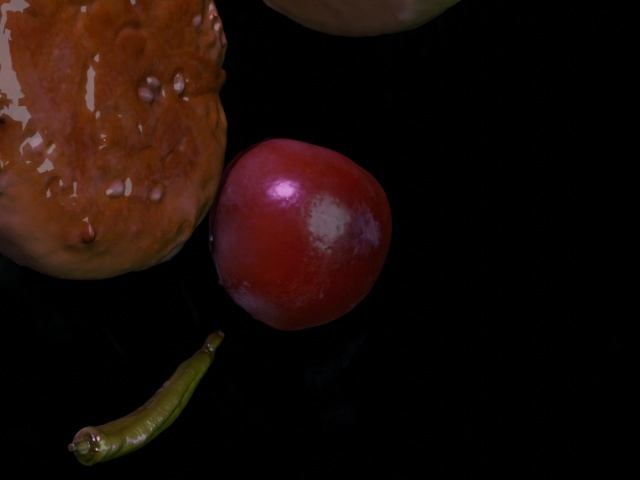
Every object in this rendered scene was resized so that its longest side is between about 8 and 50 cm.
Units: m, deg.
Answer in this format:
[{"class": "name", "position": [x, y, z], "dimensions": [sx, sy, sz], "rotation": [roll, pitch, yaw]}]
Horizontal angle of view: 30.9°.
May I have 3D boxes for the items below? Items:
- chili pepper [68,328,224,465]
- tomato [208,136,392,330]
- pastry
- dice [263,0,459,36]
[{"class": "chili pepper", "position": [-0.159, 0.159, 1.102], "dimensions": [0.208, 0.043, 0.049], "rotation": [-36, 92, -43]}, {"class": "tomato", "position": [0.000, 0.000, 1.197], "dimensions": [0.228, 0.112, 0.199], "rotation": [9, 89, -42]}, {"class": "pastry", "position": [-0.209, -0.128, 0.923], "dimensions": [0.284, 0.184, 0.316], "rotation": [-15, 103, -50]}, {"class": "dice", "position": [0.043, -0.354, 1.123], "dimensions": [0.227, 0.233, 0.238], "rotation": [50, 60, -36]}]
